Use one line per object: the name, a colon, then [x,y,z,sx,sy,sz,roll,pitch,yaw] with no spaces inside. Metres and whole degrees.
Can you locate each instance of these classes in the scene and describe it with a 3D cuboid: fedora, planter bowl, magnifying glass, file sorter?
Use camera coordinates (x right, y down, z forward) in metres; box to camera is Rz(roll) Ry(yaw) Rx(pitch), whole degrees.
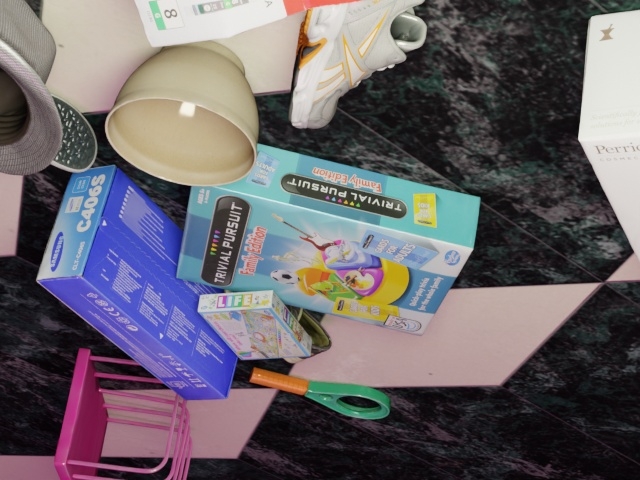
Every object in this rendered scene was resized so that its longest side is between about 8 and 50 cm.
fedora: [-0.376,-0.200,1.418,0.275,0.124,0.244,24,147,-6]
planter bowl: [-0.138,-0.146,1.446,0.162,0.109,0.162,8,150,5]
magnifying glass: [0.001,0.242,2.161,0.231,0.026,0.092,17,150,-8]
file sorter: [-0.319,0.341,2.273,0.182,0.202,0.290,7,150,2]

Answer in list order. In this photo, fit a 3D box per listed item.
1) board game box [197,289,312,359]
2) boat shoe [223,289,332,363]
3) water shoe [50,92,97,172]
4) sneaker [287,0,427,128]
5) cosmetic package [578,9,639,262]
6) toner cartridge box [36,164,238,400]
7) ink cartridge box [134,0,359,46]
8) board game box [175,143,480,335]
board game box: [-0.085,0.114,1.804,0.103,0.026,0.154,-5,150,19]
boat shoe: [-0.057,0.097,1.883,0.073,0.080,0.223,-16,141,22]
water shoe: [-0.351,-0.148,1.579,0.203,0.073,0.080,34,165,-28]
sneaker: [0.037,-0.186,1.333,0.121,0.099,0.262,9,152,-5]
cosmetic package: [0.401,-0.069,1.347,0.197,0.155,0.365,-5,148,29]
toner cartridge box: [-0.221,0.065,1.788,0.075,0.165,0.348,-6,145,29]
ink cartridge box: [-0.074,-0.271,1.190,0.225,0.056,0.181,-2,120,27]
board game box: [0.000,0.000,1.683,0.336,0.079,0.254,13,150,-4]
